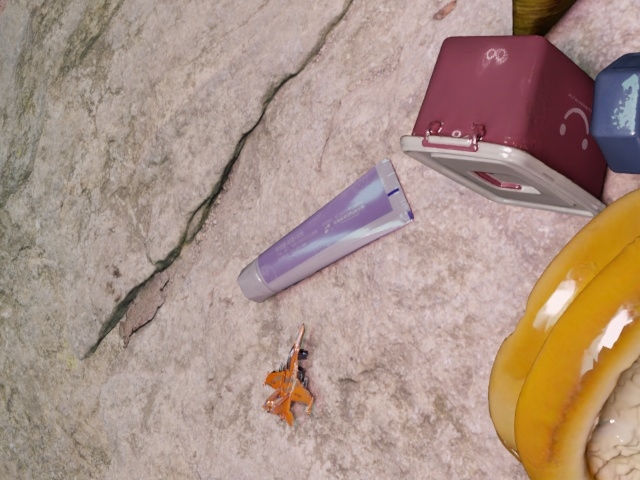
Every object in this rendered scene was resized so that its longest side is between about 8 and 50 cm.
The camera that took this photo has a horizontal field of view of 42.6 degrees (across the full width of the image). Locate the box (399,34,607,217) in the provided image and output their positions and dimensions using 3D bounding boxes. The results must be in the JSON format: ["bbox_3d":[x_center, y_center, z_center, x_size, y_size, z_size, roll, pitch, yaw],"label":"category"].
[{"bbox_3d":[0.263,-0.150,1.094,0.193,0.294,0.167,10,83,43],"label":"box"}]

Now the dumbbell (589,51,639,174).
[{"bbox_3d":[0.491,-0.149,0.963,0.325,0.160,0.144,10,65,44],"label":"dumbbell"}]

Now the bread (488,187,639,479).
[{"bbox_3d":[0.396,0.135,0.991,0.423,0.329,0.245,-63,15,14],"label":"bread"}]

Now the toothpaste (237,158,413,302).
[{"bbox_3d":[0.000,0.000,1.472,0.371,0.080,0.125,-35,64,31],"label":"toothpaste"}]

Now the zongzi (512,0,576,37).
[{"bbox_3d":[0.428,-0.427,1.044,0.404,0.208,0.431,12,113,33],"label":"zongzi"}]

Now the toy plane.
[{"bbox_3d":[-0.049,0.245,1.514,0.135,0.062,0.188,19,86,43],"label":"toy plane"}]

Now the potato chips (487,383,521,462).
[{"bbox_3d":[0.325,0.249,1.156,0.202,0.049,0.150,36,103,38],"label":"potato chips"}]
